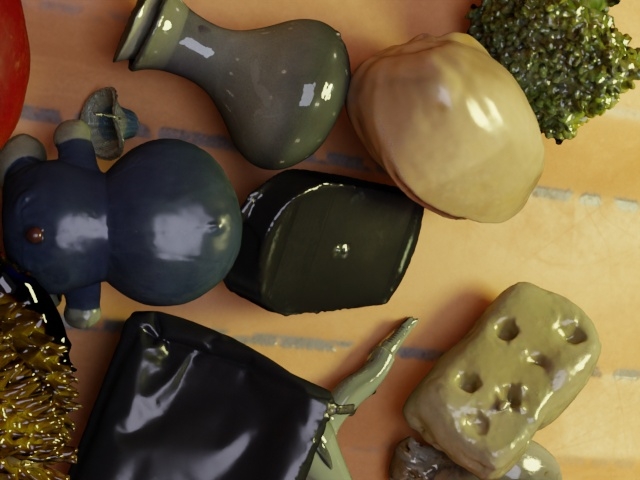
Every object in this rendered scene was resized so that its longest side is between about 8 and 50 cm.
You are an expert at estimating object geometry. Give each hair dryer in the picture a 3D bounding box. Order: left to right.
[{"bbox_3d":[0.052,0.243,1.921,0.267,0.092,0.229,-24,105,-30],"label":"hair dryer"}]

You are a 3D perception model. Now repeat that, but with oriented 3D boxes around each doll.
[{"bbox_3d":[-0.216,-0.020,1.700,0.259,0.154,0.228,-3,93,-12],"label":"doll"}]

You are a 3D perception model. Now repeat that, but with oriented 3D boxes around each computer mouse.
[{"bbox_3d":[-0.004,-0.002,1.859,0.295,0.087,0.168,4,111,-45],"label":"computer mouse"}]

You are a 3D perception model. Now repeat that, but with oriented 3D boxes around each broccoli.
[{"bbox_3d":[0.322,-0.258,1.956,0.273,0.180,0.242,-43,110,-18],"label":"broccoli"}]

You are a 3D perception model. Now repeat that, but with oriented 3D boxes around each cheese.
[{"bbox_3d":[0.234,0.170,1.958,0.159,0.093,0.263,41,64,10],"label":"cheese"}]

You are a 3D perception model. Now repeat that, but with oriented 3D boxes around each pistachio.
[{"bbox_3d":[0.156,-0.128,1.858,0.318,0.193,0.213,39,62,-44],"label":"pistachio"}]

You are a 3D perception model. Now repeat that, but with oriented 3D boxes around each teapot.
[{"bbox_3d":[-0.100,-0.194,1.768,0.251,0.183,0.183,24,83,-13],"label":"teapot"}]

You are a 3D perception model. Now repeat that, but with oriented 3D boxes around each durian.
[{"bbox_3d":[-0.412,0.143,1.552,0.384,0.347,0.347,33,79,-13],"label":"durian"}]

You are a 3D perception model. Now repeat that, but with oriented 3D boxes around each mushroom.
[{"bbox_3d":[0.197,0.292,1.985,0.225,0.093,0.116,14,108,-31],"label":"mushroom"}]

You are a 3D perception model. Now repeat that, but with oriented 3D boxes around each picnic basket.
[{"bbox_3d":[-0.243,-0.130,1.752,0.083,0.065,0.083,-5,86,-53],"label":"picnic basket"}]

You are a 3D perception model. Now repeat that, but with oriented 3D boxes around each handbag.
[{"bbox_3d":[-0.132,0.257,1.750,0.275,0.178,0.301,20,82,6],"label":"handbag"}]

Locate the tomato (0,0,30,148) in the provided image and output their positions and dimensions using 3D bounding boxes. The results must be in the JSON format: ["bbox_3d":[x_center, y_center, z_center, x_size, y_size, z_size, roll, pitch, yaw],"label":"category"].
[{"bbox_3d":[-0.442,-0.188,1.512,0.325,0.290,0.293,-43,138,-53],"label":"tomato"}]
